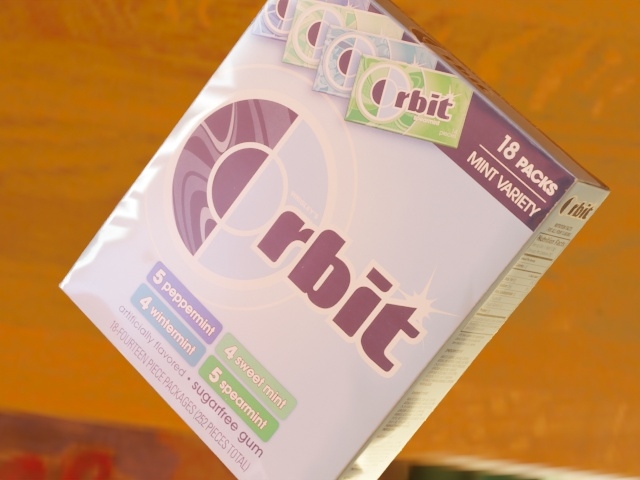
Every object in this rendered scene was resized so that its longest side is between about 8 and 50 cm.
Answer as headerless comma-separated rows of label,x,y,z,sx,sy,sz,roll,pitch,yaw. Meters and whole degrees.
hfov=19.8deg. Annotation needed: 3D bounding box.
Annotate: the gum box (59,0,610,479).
gum box,0.000,0.000,0.753,0.184,0.157,0.041,-52,155,14
